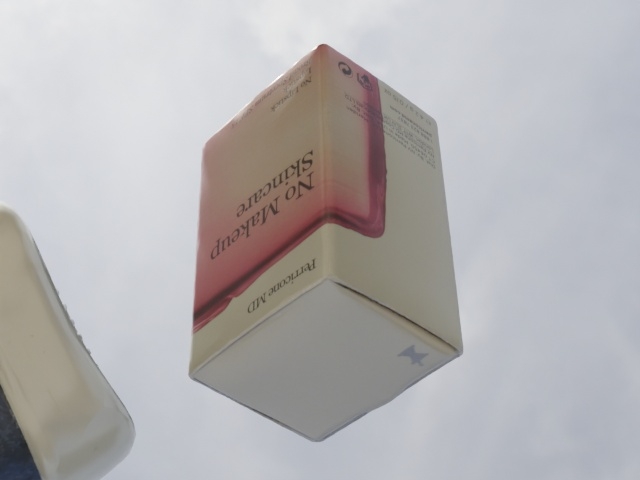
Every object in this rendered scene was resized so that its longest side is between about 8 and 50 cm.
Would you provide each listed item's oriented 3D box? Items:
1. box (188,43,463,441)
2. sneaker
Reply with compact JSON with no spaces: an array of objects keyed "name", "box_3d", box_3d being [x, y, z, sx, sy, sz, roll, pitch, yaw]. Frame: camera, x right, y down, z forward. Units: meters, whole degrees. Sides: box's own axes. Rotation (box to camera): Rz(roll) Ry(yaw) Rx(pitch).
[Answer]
[{"name":"box","box_3d":[0.000,0.000,0.952,0.148,0.127,0.232,-37,-143,32]},{"name":"sneaker","box_3d":[-0.190,0.081,0.488,0.148,0.350,0.131,-29,-93,-26]}]
